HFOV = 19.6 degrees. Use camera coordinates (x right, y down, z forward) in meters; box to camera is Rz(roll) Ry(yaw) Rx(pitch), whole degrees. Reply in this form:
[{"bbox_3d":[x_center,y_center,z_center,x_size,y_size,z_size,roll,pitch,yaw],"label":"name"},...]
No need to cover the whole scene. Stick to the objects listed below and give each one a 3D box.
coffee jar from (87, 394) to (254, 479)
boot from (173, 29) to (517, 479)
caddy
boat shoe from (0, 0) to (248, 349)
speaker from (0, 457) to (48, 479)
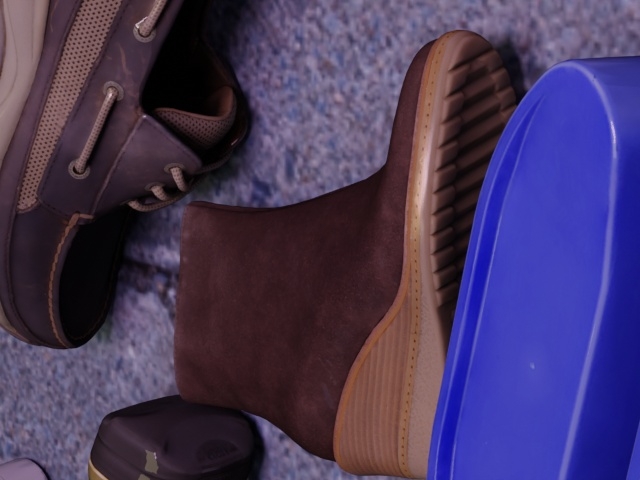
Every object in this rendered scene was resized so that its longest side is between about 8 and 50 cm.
[{"bbox_3d":[-0.102,0.182,1.104,0.079,0.096,0.184,29,116,32],"label":"coffee jar"},{"bbox_3d":[0.000,0.000,0.988,0.207,0.090,0.248,16,110,37],"label":"boot"},{"bbox_3d":[0.182,0.074,0.785,0.241,0.179,0.341,-139,55,-58],"label":"caddy"},{"bbox_3d":[-0.115,-0.070,1.046,0.130,0.132,0.355,20,129,11],"label":"boat shoe"},{"bbox_3d":[-0.239,0.184,1.201,0.055,0.136,0.055,13,110,40],"label":"speaker"}]
